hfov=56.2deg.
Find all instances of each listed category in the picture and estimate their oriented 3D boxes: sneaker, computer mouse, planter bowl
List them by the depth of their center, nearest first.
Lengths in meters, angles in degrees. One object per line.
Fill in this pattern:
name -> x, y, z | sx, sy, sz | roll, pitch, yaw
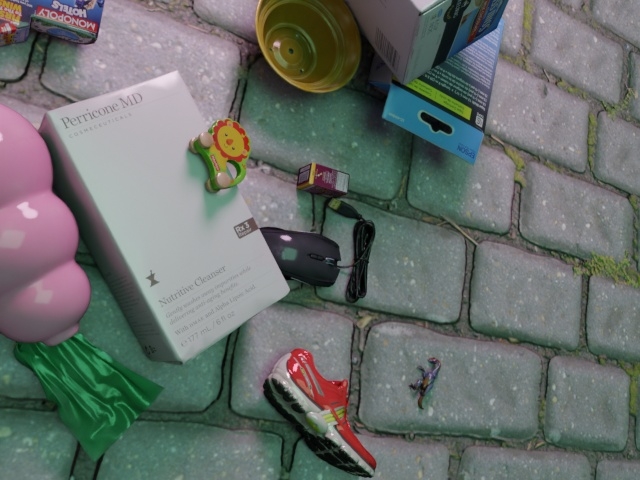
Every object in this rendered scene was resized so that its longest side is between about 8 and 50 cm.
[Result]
sneaker -> 0.023, 0.304, 1.053 | 0.279, 0.107, 0.118 | 53, 53, -16
computer mouse -> 0.000, 0.000, 1.100 | 0.262, 0.060, 0.184 | 19, 76, -27
planter bowl -> -0.038, -0.365, 1.109 | 0.217, 0.090, 0.217 | 4, 82, -29

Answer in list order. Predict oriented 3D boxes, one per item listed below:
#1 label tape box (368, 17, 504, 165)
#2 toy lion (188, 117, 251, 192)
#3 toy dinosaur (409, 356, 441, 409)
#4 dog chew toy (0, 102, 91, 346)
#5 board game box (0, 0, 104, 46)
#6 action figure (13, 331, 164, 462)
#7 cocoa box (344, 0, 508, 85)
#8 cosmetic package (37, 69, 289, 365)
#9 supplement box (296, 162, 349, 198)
label tape box -> 0.235, -0.350, 1.251 | 0.249, 0.115, 0.348 | 20, 76, -25
toy lion -> -0.139, -0.130, 0.888 | 0.096, 0.034, 0.100 | -26, 95, -44
toy dinosaur -> 0.216, 0.278, 1.211 | 0.082, 0.047, 0.090 | -30, 132, -38
dog chew toy -> -0.420, -0.012, 0.785 | 0.206, 0.206, 0.332 | -31, 101, -29
board game box -> -0.433, -0.370, 0.905 | 0.194, 0.060, 0.194 | 12, 79, -28
action figure -> -0.361, 0.189, 0.871 | 0.232, 0.063, 0.137 | 47, 66, -9
cocoa box -> 0.153, -0.510, 1.064 | 0.228, 0.231, 0.347 | -33, 77, -8
cosmetic package -> -0.239, -0.033, 0.912 | 0.217, 0.156, 0.385 | -33, 101, -32
supplement box -> 0.005, -0.111, 1.121 | 0.083, 0.055, 0.043 | 14, 76, -28
